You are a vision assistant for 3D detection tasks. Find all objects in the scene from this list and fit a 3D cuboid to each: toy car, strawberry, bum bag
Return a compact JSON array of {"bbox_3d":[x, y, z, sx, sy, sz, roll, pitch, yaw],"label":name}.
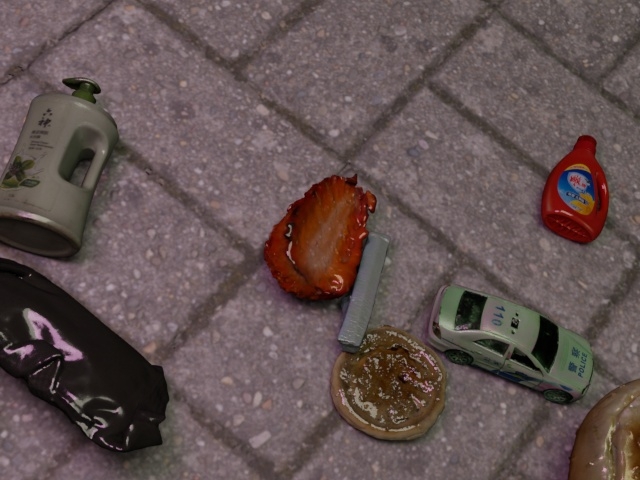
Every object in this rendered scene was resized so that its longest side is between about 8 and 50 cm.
[{"bbox_3d":[0.245,0.125,1.300,0.224,0.076,0.090,22,58,-3],"label":"toy car"},{"bbox_3d":[0.000,0.000,1.304,0.121,0.082,0.188,45,49,-13],"label":"strawberry"},{"bbox_3d":[-0.291,0.117,1.142,0.326,0.079,0.142,39,24,9],"label":"bum bag"}]

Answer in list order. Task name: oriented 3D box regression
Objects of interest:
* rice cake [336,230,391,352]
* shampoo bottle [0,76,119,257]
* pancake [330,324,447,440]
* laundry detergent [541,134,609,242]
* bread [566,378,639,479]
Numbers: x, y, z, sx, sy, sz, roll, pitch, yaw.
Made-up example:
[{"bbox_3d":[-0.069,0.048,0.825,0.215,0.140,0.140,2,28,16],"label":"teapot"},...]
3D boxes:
[{"bbox_3d":[0.051,0.060,1.295,0.042,0.030,0.180,15,53,4],"label":"rice cake"},{"bbox_3d":[-0.315,-0.102,1.256,0.118,0.087,0.234,15,60,-4],"label":"shampoo bottle"},{"bbox_3d":[0.084,0.171,1.258,0.152,0.025,0.151,5,58,-7],"label":"pancake"},{"bbox_3d":[0.367,-0.079,1.457,0.097,0.049,0.165,29,58,-8],"label":"laundry detergent"},{"bbox_3d":[0.431,0.301,1.211,0.306,0.158,0.305,7,58,-11],"label":"bread"}]
